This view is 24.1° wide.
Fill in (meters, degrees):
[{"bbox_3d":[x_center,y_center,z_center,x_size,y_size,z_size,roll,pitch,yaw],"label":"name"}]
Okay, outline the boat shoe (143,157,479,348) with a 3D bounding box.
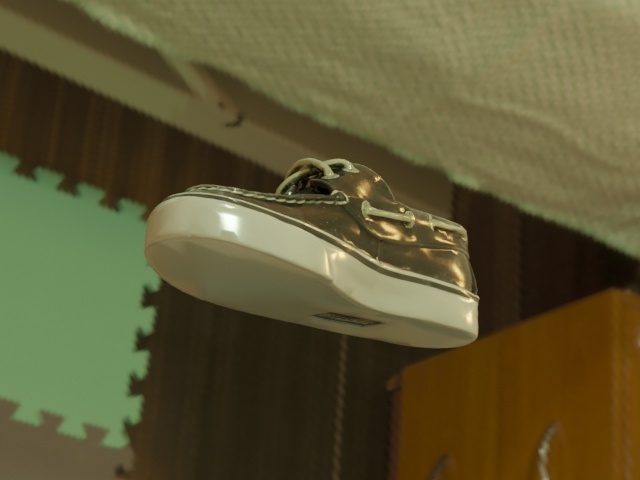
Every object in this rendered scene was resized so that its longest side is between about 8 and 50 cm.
[{"bbox_3d":[0.000,0.000,0.707,0.219,0.077,0.070,20,67,-51],"label":"boat shoe"}]
